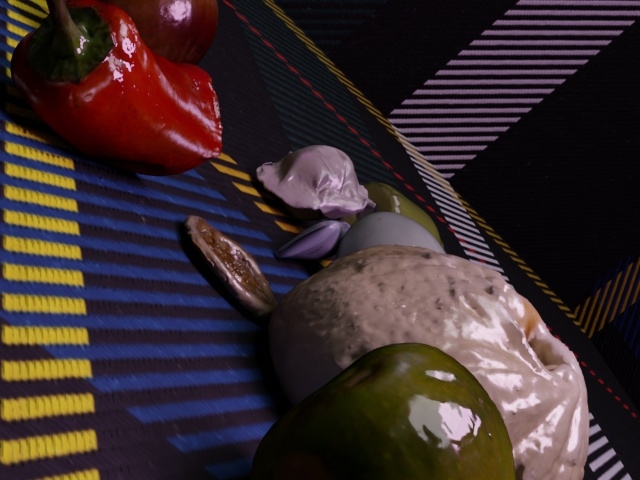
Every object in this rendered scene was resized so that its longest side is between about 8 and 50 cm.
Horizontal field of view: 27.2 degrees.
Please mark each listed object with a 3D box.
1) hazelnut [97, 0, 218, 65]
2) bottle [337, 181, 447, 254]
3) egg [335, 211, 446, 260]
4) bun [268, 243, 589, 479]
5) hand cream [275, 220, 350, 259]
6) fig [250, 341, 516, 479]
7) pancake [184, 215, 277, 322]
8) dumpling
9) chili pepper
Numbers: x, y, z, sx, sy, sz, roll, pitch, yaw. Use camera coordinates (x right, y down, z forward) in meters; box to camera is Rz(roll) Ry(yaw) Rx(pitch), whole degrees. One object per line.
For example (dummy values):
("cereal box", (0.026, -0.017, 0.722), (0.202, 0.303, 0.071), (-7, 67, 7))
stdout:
("hazelnut", (-0.202, -0.242, 1.510), (0.178, 0.178, 0.204), (48, -19, -7))
("bottle", (0.127, -0.005, 2.098), (0.112, 0.112, 0.260), (56, 13, 30))
("egg", (0.094, 0.052, 1.674), (0.149, 0.149, 0.192), (33, 29, -55))
("bun", (0.124, 0.139, 1.324), (0.349, 0.227, 0.352), (43, 11, -20))
("hand cream", (0.000, 0.000, 1.715), (0.048, 0.079, 0.255), (58, 8, 5))
("fig", (0.079, 0.222, 0.999), (0.275, 0.206, 0.206), (52, 11, 4))
("pancake", (-0.093, 0.027, 1.379), (0.139, 0.022, 0.139), (47, 11, -12))
("dumpling", (0.004, -0.073, 1.812), (0.188, 0.108, 0.127), (8, 14, -40))
("chili pepper", (-0.215, -0.152, 1.227), (0.338, 0.131, 0.134), (32, 45, -67))
